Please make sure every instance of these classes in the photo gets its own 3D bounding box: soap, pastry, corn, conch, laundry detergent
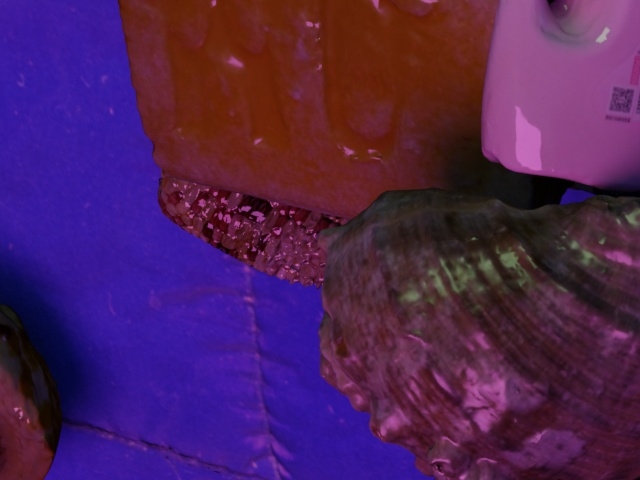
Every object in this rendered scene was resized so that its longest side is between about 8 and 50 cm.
[{"bbox_3d":[0.026,-0.160,1.391,0.335,0.156,0.293,14,130,21],"label":"soap"},{"bbox_3d":[-0.360,0.136,1.859,0.237,0.170,0.256,23,131,-11],"label":"pastry"},{"bbox_3d":[0.000,0.000,1.567,0.290,0.098,0.098,29,134,10],"label":"corn"},{"bbox_3d":[0.169,0.071,1.245,0.352,0.297,0.210,4,96,28],"label":"conch"},{"bbox_3d":[0.195,-0.201,1.197,0.088,0.159,0.335,29,110,62],"label":"laundry detergent"}]

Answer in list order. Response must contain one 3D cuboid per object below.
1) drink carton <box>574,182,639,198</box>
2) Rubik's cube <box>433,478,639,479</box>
[{"bbox_3d":[0.300,-0.080,1.317,0.222,0.102,0.134,18,129,18],"label":"drink carton"},{"bbox_3d":[0.226,0.269,1.505,0.237,0.238,0.237,4,124,48],"label":"Rubik's cube"}]
